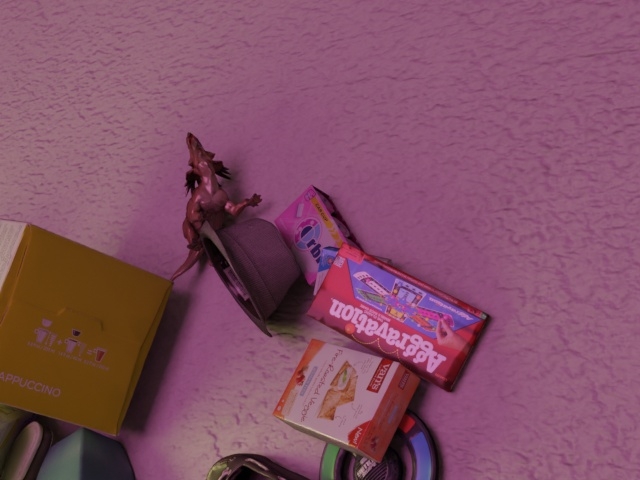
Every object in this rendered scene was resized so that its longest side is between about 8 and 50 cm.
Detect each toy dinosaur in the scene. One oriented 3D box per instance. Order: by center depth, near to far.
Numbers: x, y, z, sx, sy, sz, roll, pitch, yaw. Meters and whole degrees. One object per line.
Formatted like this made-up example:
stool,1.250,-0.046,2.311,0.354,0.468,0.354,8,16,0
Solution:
toy dinosaur,-0.244,-0.057,1.996,0.200,0.127,0.295,41,114,52

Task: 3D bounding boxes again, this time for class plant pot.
plant pot,-0.468,0.505,1.889,0.165,0.166,0.234,-33,45,22

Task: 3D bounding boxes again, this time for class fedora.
fedora,-0.118,0.047,1.797,0.124,0.243,0.275,-32,18,-12

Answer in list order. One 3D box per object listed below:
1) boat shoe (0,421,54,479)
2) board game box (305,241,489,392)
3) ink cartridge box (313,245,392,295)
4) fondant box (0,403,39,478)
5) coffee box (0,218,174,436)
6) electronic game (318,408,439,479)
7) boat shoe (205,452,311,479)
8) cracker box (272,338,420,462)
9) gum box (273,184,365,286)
boat shoe,-0.623,0.512,2.012,0.305,0.091,0.109,-61,31,16
board game box,0.126,0.126,1.613,0.281,0.027,0.145,27,89,21
ink cartridge box,0.058,0.066,1.698,0.122,0.052,0.088,11,95,13
fondant box,-0.717,0.457,2.008,0.096,0.330,0.238,26,87,-1
coffee box,-0.562,0.170,1.950,0.334,0.338,0.338,5,73,54
electronic game,0.093,0.381,1.577,0.229,0.048,0.229,-16,61,33
boat shoe,-0.110,0.434,1.657,0.335,0.095,0.112,2,77,47
cracker box,0.040,0.265,1.616,0.232,0.067,0.155,8,64,50
gum box,0.000,0.000,1.808,0.107,0.062,0.188,-43,51,16
